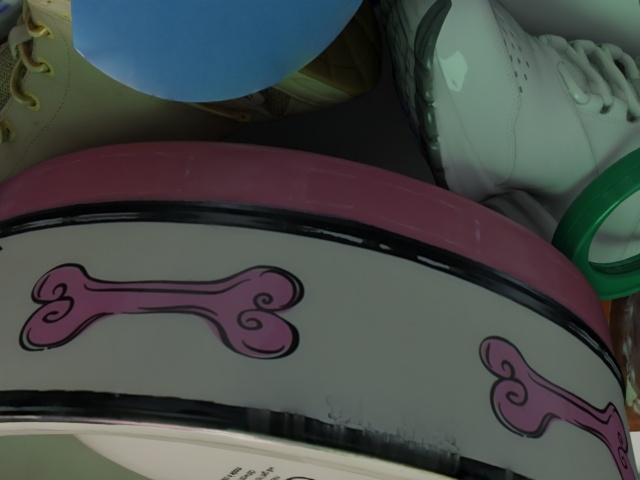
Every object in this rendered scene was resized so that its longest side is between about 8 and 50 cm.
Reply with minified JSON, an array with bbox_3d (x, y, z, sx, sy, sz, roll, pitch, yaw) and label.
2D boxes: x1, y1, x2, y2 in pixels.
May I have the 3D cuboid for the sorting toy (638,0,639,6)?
[{"bbox_3d":[0.145,-0.135,0.653,0.044,0.075,0.083,2,151,-2],"label":"sorting toy"}]

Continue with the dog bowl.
[{"bbox_3d":[-0.027,0.093,0.788,0.407,0.150,0.408,7,155,3],"label":"dog bowl"}]

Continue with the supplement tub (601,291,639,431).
[{"bbox_3d":[0.154,0.067,0.948,0.197,0.106,0.106,-3,152,29],"label":"supplement tub"}]

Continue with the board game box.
[{"bbox_3d":[-0.046,-0.142,0.612,0.133,0.169,0.033,-12,-157,-30],"label":"board game box"}]

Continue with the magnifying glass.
[{"bbox_3d":[0.208,-0.053,0.749,0.231,0.026,0.092,-41,142,16],"label":"magnifying glass"}]

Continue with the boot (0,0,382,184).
[{"bbox_3d":[-0.129,-0.101,0.709,0.262,0.095,0.203,23,145,-38],"label":"boot"}]

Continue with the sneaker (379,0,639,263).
[{"bbox_3d":[0.122,-0.062,0.781,0.129,0.111,0.297,-24,150,17],"label":"sneaker"}]
